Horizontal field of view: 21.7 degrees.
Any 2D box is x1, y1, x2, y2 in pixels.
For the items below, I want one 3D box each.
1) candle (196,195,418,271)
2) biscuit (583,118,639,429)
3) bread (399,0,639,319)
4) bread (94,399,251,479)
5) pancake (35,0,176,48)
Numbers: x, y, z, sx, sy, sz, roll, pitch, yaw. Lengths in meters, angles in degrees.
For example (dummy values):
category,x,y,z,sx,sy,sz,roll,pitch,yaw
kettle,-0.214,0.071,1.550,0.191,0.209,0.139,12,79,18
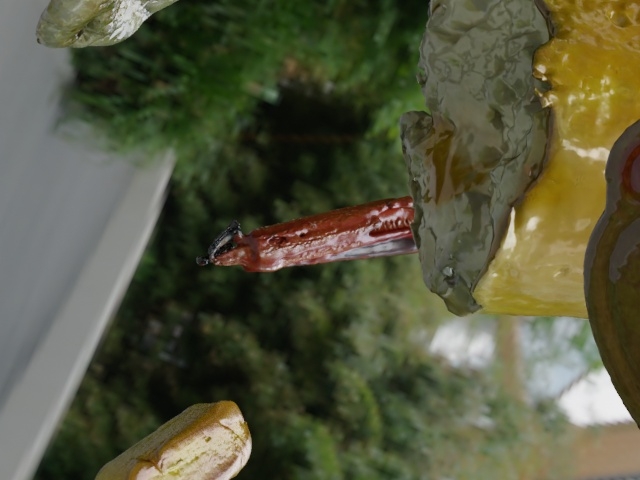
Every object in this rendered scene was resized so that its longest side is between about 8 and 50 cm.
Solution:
category,x,y,z,sx,sy,sz,roll,pitch,yaw
candle,0.000,0.000,1.931,0.059,0.301,0.084,-126,-149,-52
biscuit,0.351,0.034,1.080,0.381,0.359,0.074,-19,-166,39
bread,0.289,-0.113,1.515,0.250,0.394,0.361,107,-17,-54
bread,-0.180,0.282,2.098,0.245,0.094,0.102,-31,112,-48
pancake,-0.176,-0.342,1.935,0.387,0.082,0.387,-39,174,-5
